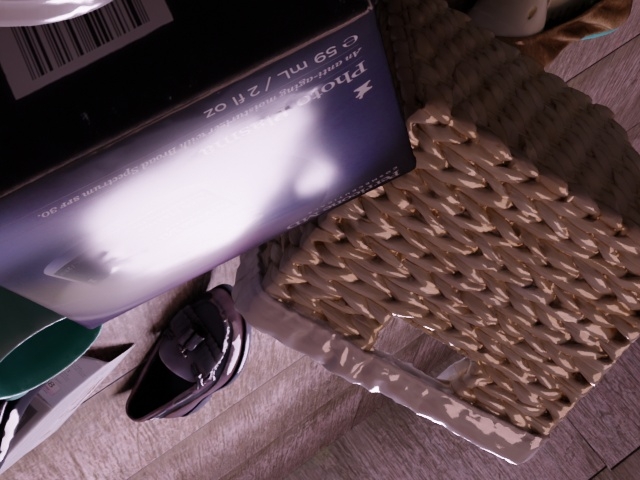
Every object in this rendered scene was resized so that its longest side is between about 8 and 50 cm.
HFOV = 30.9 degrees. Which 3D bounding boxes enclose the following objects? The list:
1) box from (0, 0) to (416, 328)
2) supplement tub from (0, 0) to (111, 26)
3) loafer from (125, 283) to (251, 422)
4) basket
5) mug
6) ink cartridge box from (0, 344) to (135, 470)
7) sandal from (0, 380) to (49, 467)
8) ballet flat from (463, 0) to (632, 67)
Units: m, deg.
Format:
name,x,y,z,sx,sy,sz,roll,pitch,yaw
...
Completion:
name,x,y,z,sx,sy,sz,roll,pitch,yaw
box,-0.108,-0.098,0.787,0.296,0.183,0.294,-26,164,3
supplement tub,-0.127,-0.238,0.459,0.191,0.191,0.272,-29,161,-30
loafer,-0.180,0.166,1.539,0.095,0.109,0.302,-21,159,-35
basket,0.126,-0.027,1.107,0.266,0.328,0.331,-52,-161,26
mug,-0.293,0.080,1.089,0.158,0.097,0.129,-42,163,14
ink cartridge box,-0.345,0.205,1.420,0.189,0.066,0.232,-46,-177,21
sandal,-0.352,0.166,1.213,0.254,0.097,0.054,-55,161,15
ballet flat,0.254,-0.267,1.332,0.342,0.116,0.124,-27,140,-34
